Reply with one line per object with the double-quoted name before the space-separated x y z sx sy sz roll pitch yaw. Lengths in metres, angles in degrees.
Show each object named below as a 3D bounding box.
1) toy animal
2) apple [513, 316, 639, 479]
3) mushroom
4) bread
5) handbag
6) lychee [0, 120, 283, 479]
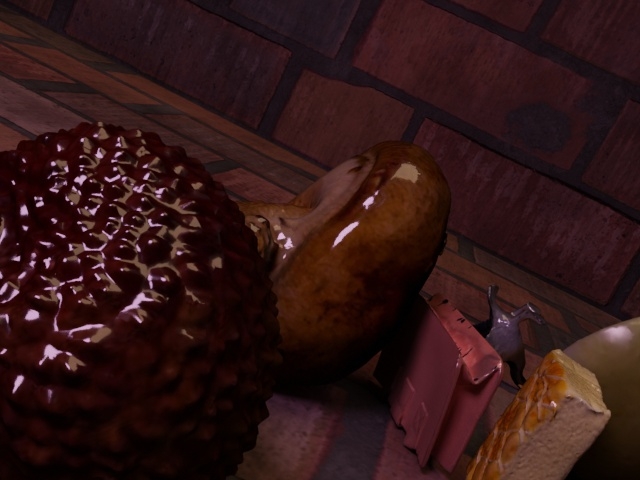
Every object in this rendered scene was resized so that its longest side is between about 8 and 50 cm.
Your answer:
"toy animal" 0.315 0.180 1.258 0.197 0.160 0.272 30 20 7
"apple" 0.444 0.188 0.977 0.320 0.311 0.360 27 -30 14
"mushroom" 0.000 0.000 0.912 0.260 0.345 0.345 42 10 -13
"bread" 0.221 0.218 0.798 0.068 0.188 0.125 33 15 5
"handbag" 0.132 0.161 0.912 0.059 0.157 0.212 14 15 -16
"lychee" -0.161 0.060 0.531 0.276 0.276 0.304 41 -6 47
